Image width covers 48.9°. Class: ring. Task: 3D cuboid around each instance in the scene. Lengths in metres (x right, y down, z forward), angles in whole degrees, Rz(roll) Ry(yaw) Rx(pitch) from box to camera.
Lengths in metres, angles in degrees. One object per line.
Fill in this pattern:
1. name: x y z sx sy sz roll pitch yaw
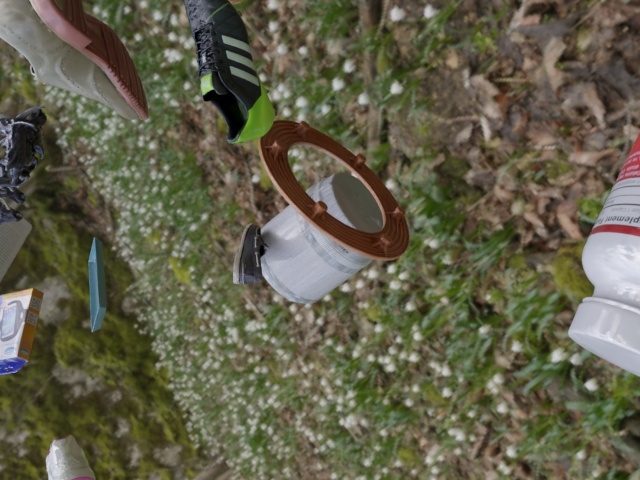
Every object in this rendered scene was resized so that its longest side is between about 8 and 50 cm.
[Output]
1. ring: 0.035 -0.101 1.255 0.337 0.032 0.336 31 -149 -21

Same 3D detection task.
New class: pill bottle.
1. pill bottle: 0.491 -0.021 0.918 0.229 0.407 0.229 27 174 3

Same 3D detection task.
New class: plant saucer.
1. plant saucer: -0.411 0.078 1.298 0.018 0.067 0.192 8 -144 -25

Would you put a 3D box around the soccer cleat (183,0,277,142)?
1. soccer cleat: -0.106 -0.191 0.756 0.072 0.060 0.178 -37 -72 -46

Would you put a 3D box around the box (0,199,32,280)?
1. box: -0.779 0.061 1.445 0.168 0.215 0.345 50 -157 -29

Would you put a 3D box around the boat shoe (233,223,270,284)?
1. boat shoe: -0.142 0.030 1.528 0.206 0.065 0.075 -81 -6 -60

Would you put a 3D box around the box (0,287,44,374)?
1. box: -0.502 0.148 1.145 0.028 0.081 0.136 47 -143 -50

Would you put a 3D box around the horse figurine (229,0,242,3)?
1. horse figurine: -0.221 -0.586 1.627 0.175 0.066 0.263 11 -160 11

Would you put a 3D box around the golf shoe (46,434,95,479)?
1. golf shoe: -0.627 0.570 1.759 0.306 0.115 0.140 -48 59 55

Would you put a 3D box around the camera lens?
1. camera lens: 0.000 0.000 1.624 0.219 0.274 0.219 36 -147 -28

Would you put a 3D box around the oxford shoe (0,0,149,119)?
1. oxford shoe: -0.456 -0.339 1.321 0.397 0.147 0.140 54 -164 -61

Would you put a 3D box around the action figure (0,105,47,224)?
1. action figure: -0.566 -0.144 1.241 0.141 0.275 0.164 17 -131 -20
